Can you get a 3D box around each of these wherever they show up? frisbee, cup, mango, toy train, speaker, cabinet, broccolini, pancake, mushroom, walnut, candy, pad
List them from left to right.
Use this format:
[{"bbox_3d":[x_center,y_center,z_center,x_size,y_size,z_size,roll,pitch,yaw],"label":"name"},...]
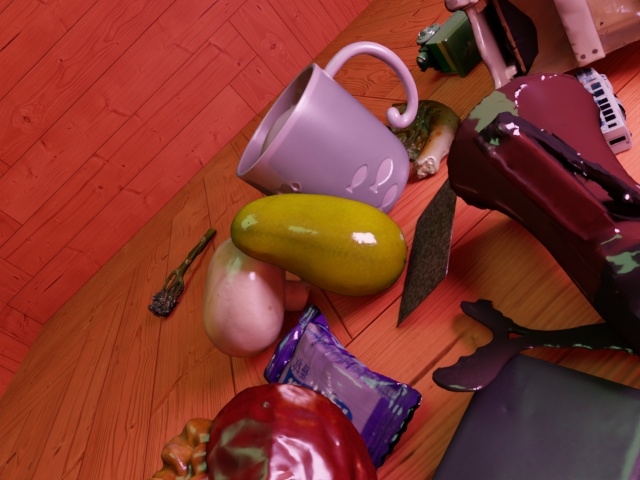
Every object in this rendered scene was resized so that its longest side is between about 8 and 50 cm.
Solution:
[{"bbox_3d":[-0.455,0.104,1.404,0.074,0.079,0.392,-36,19,39],"label":"broccolini"},{"bbox_3d":[-0.124,0.101,0.796,0.246,0.203,0.246,-179,90,-79],"label":"mushroom"},{"bbox_3d":[-0.051,0.279,0.368,0.221,0.244,0.269,-56,26,16],"label":"walnut"},{"bbox_3d":[0.000,0.000,0.683,0.175,0.293,0.143,-76,-1,-48],"label":"mango"},{"bbox_3d":[0.013,0.203,0.584,0.145,0.070,0.275,-55,37,-4],"label":"candy"},{"bbox_3d":[0.046,-0.195,0.812,0.356,0.275,0.259,-47,26,20],"label":"cup"},{"bbox_3d":[0.212,-0.251,0.955,0.197,0.054,0.376,-37,27,17],"label":"pancake"},{"bbox_3d":[0.166,0.002,0.627,0.158,0.003,0.235,114,178,-51],"label":"pad"},{"bbox_3d":[0.388,-0.559,1.065,0.301,0.120,0.202,-45,29,2],"label":"toy train"},{"bbox_3d":[0.203,0.099,0.454,0.211,0.012,0.187,-15,13,-6],"label":"frisbee"},{"bbox_3d":[0.405,-0.413,0.661,0.290,0.227,0.318,-15,29,43],"label":"cabinet"},{"bbox_3d":[0.255,-0.061,0.401,0.198,0.259,0.329,-24,31,12],"label":"speaker"},{"bbox_3d":[0.417,-0.205,0.615,0.047,0.043,0.207,-23,34,36],"label":"toy train"}]

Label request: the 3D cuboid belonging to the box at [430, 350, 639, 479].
[{"bbox_3d":[0.179,0.216,0.355,0.230,0.050,0.160,-54,28,-18],"label":"box"}]
